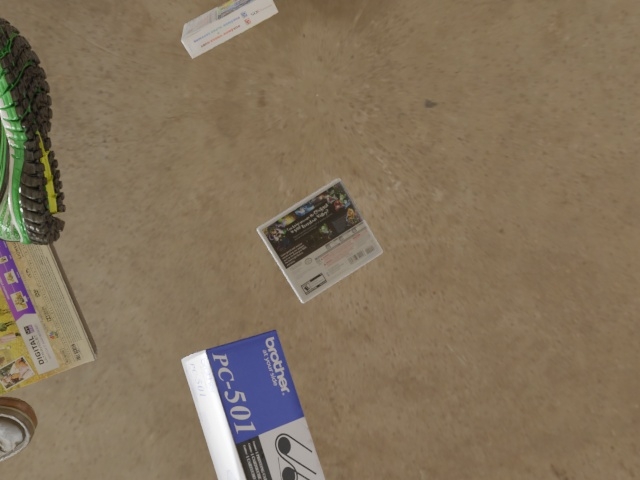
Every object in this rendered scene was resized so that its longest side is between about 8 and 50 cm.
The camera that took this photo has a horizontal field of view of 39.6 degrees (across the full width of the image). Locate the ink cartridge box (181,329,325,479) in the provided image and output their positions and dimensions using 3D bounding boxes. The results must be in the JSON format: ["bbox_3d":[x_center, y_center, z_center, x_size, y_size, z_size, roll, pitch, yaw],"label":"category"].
[{"bbox_3d":[-0.058,0.199,0.874,0.046,0.097,0.207,-25,81,42],"label":"ink cartridge box"}]

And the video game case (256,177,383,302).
[{"bbox_3d":[0.000,0.000,1.727,0.190,0.022,0.173,-32,100,-7],"label":"video game case"}]

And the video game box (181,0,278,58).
[{"bbox_3d":[-0.179,-0.433,1.738,0.187,0.205,0.048,-29,112,5],"label":"video game box"}]

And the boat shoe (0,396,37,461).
[{"bbox_3d":[-0.545,0.276,1.345,0.307,0.104,0.110,-16,117,22],"label":"boat shoe"}]

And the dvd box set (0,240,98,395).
[{"bbox_3d":[-0.687,0.165,1.727,0.421,0.062,0.307,-22,101,-6],"label":"dvd box set"}]

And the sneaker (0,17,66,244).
[{"bbox_3d":[-0.472,-0.154,1.284,0.146,0.134,0.343,-1,107,3],"label":"sneaker"}]
